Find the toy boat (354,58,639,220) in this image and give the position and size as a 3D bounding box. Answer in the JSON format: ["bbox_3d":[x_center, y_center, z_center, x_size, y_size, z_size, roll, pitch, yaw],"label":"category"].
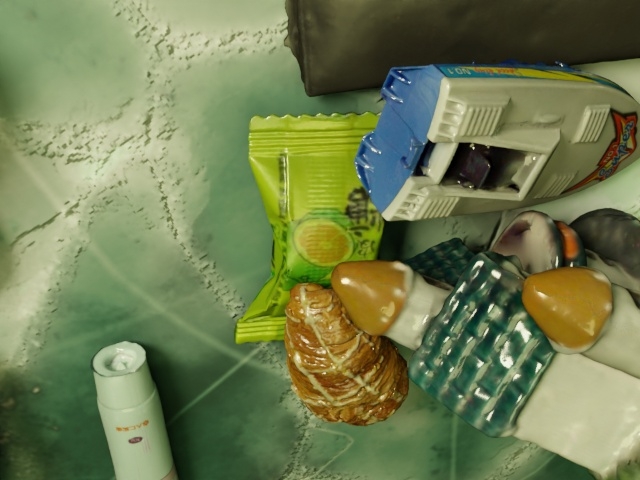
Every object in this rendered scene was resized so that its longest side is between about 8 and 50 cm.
[{"bbox_3d":[0.180,-0.081,0.631,0.295,0.088,0.129,-5,134,-32],"label":"toy boat"}]

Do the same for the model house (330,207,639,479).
[{"bbox_3d":[0.160,0.048,0.618,0.301,0.271,0.190,21,109,-19],"label":"model house"}]

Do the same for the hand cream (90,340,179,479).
[{"bbox_3d":[-0.182,0.245,0.799,0.085,0.058,0.331,-18,128,-23],"label":"hand cream"}]

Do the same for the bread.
[{"bbox_3d":[0.022,0.123,0.714,0.105,0.076,0.233,-16,139,15],"label":"bread"}]

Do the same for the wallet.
[{"bbox_3d":[0.155,-0.222,0.590,0.378,0.051,0.197,-8,123,-5],"label":"wallet"}]

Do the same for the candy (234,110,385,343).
[{"bbox_3d":[0.000,0.000,0.679,0.149,0.069,0.246,-3,121,-12],"label":"candy"}]
